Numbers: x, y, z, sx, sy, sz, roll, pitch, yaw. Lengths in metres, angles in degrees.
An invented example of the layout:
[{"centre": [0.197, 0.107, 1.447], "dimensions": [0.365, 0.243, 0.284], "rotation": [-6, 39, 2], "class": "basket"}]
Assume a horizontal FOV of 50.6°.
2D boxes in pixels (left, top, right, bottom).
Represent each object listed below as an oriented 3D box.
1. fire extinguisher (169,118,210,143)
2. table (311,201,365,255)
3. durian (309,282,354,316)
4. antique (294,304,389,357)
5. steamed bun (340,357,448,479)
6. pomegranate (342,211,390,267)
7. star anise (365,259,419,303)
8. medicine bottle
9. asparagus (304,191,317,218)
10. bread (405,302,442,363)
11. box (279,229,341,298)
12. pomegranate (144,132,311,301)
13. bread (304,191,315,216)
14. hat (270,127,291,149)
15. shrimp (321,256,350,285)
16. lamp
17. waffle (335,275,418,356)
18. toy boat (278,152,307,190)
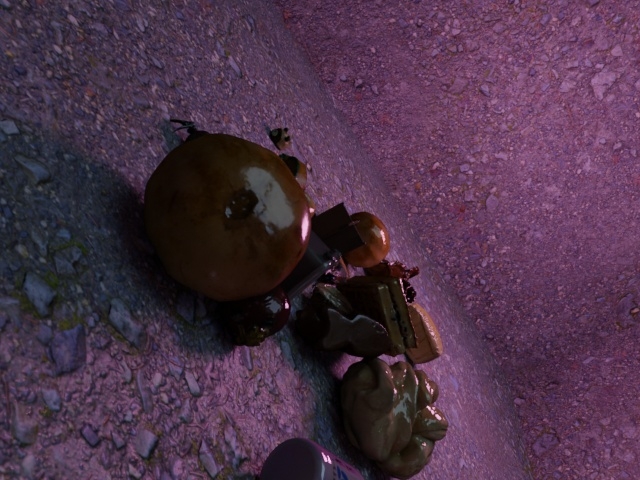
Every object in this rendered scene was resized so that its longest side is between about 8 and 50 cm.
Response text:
[{"centre": [-0.286, -0.189, 1.684], "dimensions": [0.089, 0.072, 0.267], "rotation": [-20, 81, -36], "class": "fire extinguisher"}, {"centre": [0.000, 0.000, 1.921], "dimensions": [0.167, 0.227, 0.167], "rotation": [52, 21, -29], "class": "table"}, {"centre": [0.033, 0.203, 1.922], "dimensions": [0.189, 0.091, 0.148], "rotation": [39, 12, -2], "class": "durian"}, {"centre": [0.043, 0.238, 1.784], "dimensions": [0.257, 0.143, 0.121], "rotation": [17, 79, -34], "class": "antique"}, {"centre": [0.207, 0.461, 1.815], "dimensions": [0.372, 0.231, 0.324], "rotation": [52, 23, -33], "class": "steamed bun"}, {"centre": [0.153, -0.003, 2.402], "dimensions": [0.207, 0.207, 0.207], "rotation": [52, 20, -28], "class": "pomegranate"}, {"centre": [0.292, 0.145, 2.618], "dimensions": [0.237, 0.148, 0.346], "rotation": [34, 9, 21], "class": "star anise"}, {"centre": [0.008, 0.495, 1.321], "dimensions": [0.254, 0.152, 0.151], "rotation": [46, 23, -39], "class": "medicine bottle"}, {"centre": [-0.049, -0.137, 2.319], "dimensions": [0.235, 0.027, 0.034], "rotation": [65, -10, 6], "class": "asparagus"}, {"centre": [0.365, 0.348, 2.558], "dimensions": [0.236, 0.140, 0.106], "rotation": [64, 21, 7], "class": "bread"}, {"centre": [-0.084, 0.066, 1.596], "dimensions": [0.135, 0.243, 0.163], "rotation": [51, 18, 4], "class": "box"}, {"centre": [-0.190, -0.039, 1.359], "dimensions": [0.338, 0.338, 0.338], "rotation": [52, 20, -28], "class": "pomegranate"}, {"centre": [-0.100, -0.057, 1.809], "dimensions": [0.134, 0.173, 0.085], "rotation": [25, 27, -32], "class": "bread"}, {"centre": [-0.133, -0.362, 2.379], "dimensions": [0.076, 0.059, 0.077], "rotation": [59, 13, -23], "class": "hat"}, {"centre": [0.020, 0.047, 2.188], "dimensions": [0.222, 0.054, 0.290], "rotation": [62, 14, -1], "class": "shrimp"}, {"centre": [-0.143, 0.156, 1.455], "dimensions": [0.157, 0.156, 0.134], "rotation": [-25, 129, -42], "class": "lamp"}, {"centre": [0.154, 0.211, 1.957], "dimensions": [0.308, 0.091, 0.212], "rotation": [-3, -76, 70], "class": "waffle"}, {"centre": [-0.096, -0.214, 2.242], "dimensions": [0.088, 0.088, 0.229], "rotation": [12, 37, -17], "class": "toy boat"}]
